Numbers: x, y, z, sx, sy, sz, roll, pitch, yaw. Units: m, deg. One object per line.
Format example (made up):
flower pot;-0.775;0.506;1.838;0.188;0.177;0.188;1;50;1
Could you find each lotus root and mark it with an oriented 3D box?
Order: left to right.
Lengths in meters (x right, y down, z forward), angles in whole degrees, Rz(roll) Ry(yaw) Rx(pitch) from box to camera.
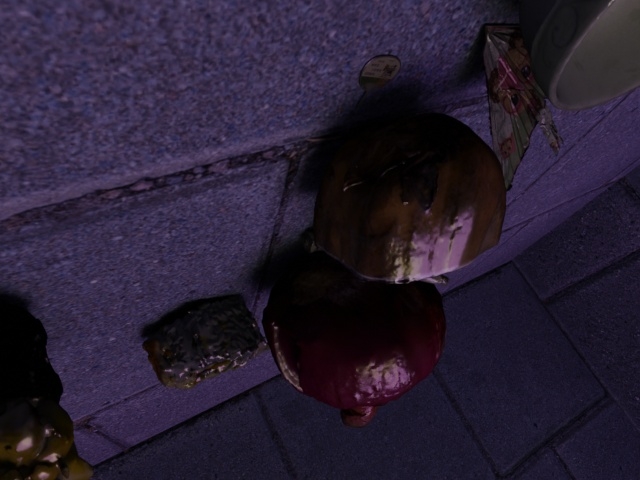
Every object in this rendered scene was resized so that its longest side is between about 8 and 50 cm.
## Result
lotus root;0.114;-0.071;0.609;0.272;0.272;0.192;-22;127;-20

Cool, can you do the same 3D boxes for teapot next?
teapot;0.000;0.000;0.870;0.083;0.057;0.067;-6;179;-38

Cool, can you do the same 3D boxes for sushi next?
sushi;-0.474;0.272;0.531;0.328;0.285;0.328;-11;153;-38
sushi;-0.231;0.219;0.945;0.184;0.140;0.274;-40;161;33

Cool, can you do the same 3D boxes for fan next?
fan;0.073;-0.201;0.548;0.060;0.003;0.080;-24;159;-13

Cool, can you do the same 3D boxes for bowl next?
bowl;0.341;-0.296;0.453;0.307;0.163;0.307;-26;160;-10

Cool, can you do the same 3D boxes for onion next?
onion;0.092;0.231;0.948;0.397;0.421;0.398;-15;-161;5

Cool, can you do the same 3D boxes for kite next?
kite;0.298;-0.209;0.634;0.267;0.013;0.323;32;80;-35

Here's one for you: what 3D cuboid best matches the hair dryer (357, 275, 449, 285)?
hair dryer;0.096;0.022;0.780;0.224;0.218;0.089;17;96;-51
